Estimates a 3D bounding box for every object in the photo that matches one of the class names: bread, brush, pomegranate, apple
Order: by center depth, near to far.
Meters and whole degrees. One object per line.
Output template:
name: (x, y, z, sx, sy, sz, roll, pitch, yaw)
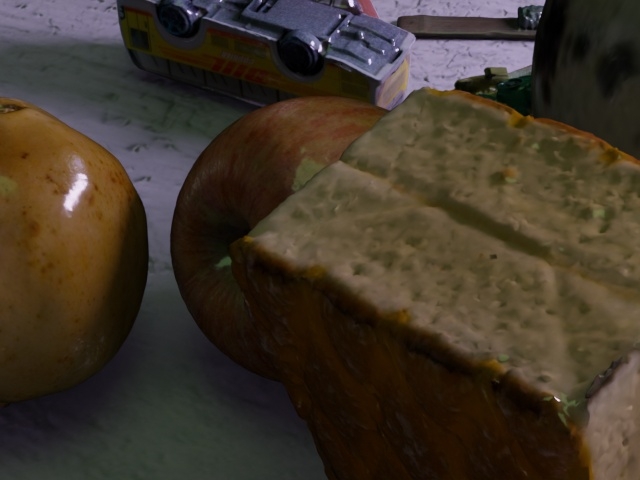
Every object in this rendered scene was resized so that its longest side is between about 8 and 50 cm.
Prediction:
bread: (0.128, 0.084, 1.099, 0.207, 0.279, 0.279, -43, 42, -23)
pomegranate: (-0.234, 0.005, 1.280, 0.233, 0.233, 0.233, -1, 40, 1)
apple: (0.000, 0.000, 1.293, 0.211, 0.211, 0.188, 34, 26, 35)
brush: (0.166, -0.205, 1.658, 0.190, 0.027, 0.034, 2, 39, 6)

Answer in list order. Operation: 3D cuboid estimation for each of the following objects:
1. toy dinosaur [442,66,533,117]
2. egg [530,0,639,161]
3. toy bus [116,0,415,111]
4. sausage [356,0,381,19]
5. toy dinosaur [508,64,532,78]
toy dinosaur: (0.119, -0.078, 1.448, 0.153, 0.094, 0.259, 5, 28, 46)
egg: (0.340, -0.087, 1.272, 0.345, 0.345, 0.428, -20, 50, -20)
toy bus: (-0.051, -0.174, 1.571, 0.268, 0.106, 0.092, 19, 45, 20)
sausage: (0.033, -0.226, 1.686, 0.029, 0.029, 0.223, -10, 41, -9)
toy dinosaur: (0.215, -0.143, 1.580, 0.180, 0.037, 0.058, 0, 16, -8)
